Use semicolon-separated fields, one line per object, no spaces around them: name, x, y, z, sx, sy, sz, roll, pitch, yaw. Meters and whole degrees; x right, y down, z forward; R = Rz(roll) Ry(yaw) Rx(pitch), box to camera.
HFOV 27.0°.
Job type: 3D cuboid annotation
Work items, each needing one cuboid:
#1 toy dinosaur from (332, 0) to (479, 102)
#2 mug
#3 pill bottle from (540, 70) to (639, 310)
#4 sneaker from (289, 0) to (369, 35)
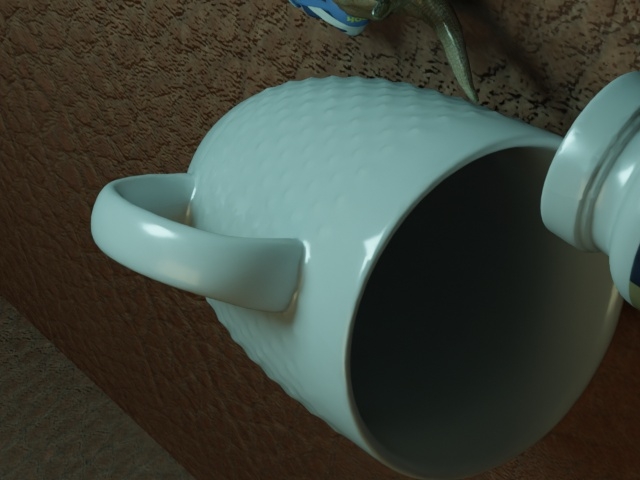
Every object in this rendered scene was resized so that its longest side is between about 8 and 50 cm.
toy dinosaur;0.014;-0.223;1.018;0.295;0.127;0.200;37;168;-10
mug;0.000;0.000;1.065;0.328;0.374;0.276;30;113;50
pill bottle;0.279;0.004;0.835;0.264;0.153;0.153;35;151;31
sneaker;-0.011;-0.223;1.127;0.144;0.053;0.059;41;156;23
